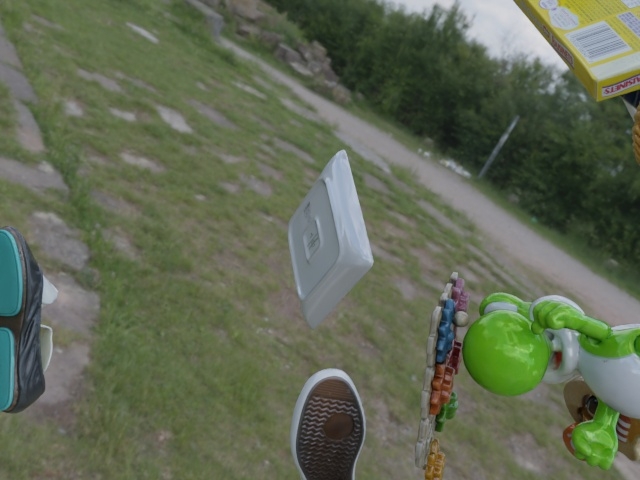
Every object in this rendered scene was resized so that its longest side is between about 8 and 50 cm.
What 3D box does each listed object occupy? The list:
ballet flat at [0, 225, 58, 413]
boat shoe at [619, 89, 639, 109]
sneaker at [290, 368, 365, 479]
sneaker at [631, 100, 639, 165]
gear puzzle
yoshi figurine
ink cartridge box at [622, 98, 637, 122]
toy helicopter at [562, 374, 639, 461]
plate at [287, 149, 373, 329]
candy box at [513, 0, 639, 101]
[{"bbox_3d":[-0.453,0.117,1.074,0.095,0.280,0.096,7,5,26],"label":"ballet flat"},{"bbox_3d":[0.377,-0.147,0.695,0.183,0.066,0.066,30,-12,19],"label":"boat shoe"},{"bbox_3d":[0.001,0.297,1.043,0.106,0.290,0.123,-6,24,-12],"label":"sneaker"},{"bbox_3d":[0.334,-0.135,0.433,0.131,0.296,0.112,-7,58,-50],"label":"sneaker"},{"bbox_3d":[0.176,0.227,1.008,0.044,0.338,0.175,9,21,18],"label":"gear puzzle"},{"bbox_3d":[0.324,0.162,0.867,0.362,0.203,0.203,16,-10,44],"label":"yoshi figurine"},{"bbox_3d":[0.546,-0.223,1.040,0.067,0.198,0.115,-21,83,-21],"label":"ink cartridge box"},{"bbox_3d":[0.648,0.355,1.476,0.140,0.234,0.355,-22,9,-24],"label":"toy helicopter"},{"bbox_3d":[0.000,0.000,1.441,0.045,0.277,0.278,5,55,-25],"label":"plate"},{"bbox_3d":[0.246,-0.197,0.619,0.105,0.027,0.205,-15,43,3],"label":"candy box"}]
